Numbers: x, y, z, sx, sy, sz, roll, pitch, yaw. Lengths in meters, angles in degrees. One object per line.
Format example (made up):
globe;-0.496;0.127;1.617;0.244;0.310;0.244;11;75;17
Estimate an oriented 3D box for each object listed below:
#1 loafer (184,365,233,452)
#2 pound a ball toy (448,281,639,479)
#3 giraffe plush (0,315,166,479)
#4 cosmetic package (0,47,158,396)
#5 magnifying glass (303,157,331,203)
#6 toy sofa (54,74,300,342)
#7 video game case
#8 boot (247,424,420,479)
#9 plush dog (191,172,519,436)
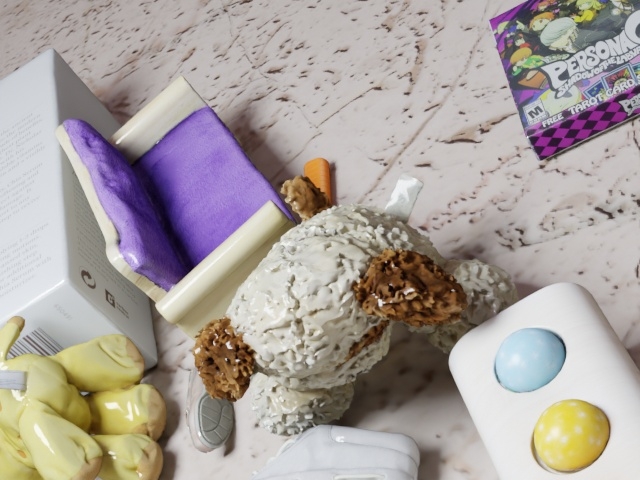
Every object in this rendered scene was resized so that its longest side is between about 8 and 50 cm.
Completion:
loafer;-0.111;0.160;1.221;0.039;0.045;0.125;-39;29;27
pound a ball toy;0.166;0.196;0.888;0.208;0.136;0.319;-31;39;9
giraffe plush;-0.275;0.194;1.235;0.170;0.210;0.181;-49;32;37
cosmetic package;-0.342;0.001;1.455;0.230;0.161;0.453;-31;40;12
magnifying glass;0.000;0.000;1.300;0.092;0.026;0.231;-23;43;19
toy sofa;-0.137;-0.046;1.307;0.150;0.177;0.362;-41;34;3
video game case;0.293;-0.201;1.248;0.232;0.042;0.210;-25;39;17
boot;-0.036;0.226;1.068;0.258;0.095;0.123;-7;42;22
plush dog;0.010;0.046;1.043;0.262;0.211;0.225;-26;1;14
